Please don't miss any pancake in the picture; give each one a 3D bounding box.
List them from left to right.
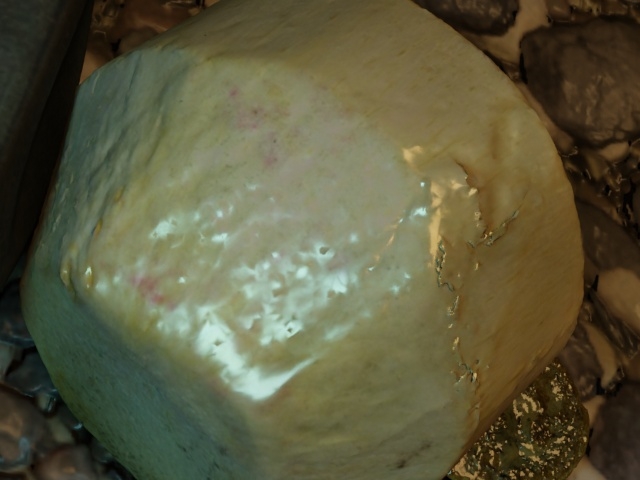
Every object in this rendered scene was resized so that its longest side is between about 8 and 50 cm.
[{"bbox_3d":[0.101,0.092,0.853,0.108,0.017,0.108,9,68,-22],"label":"pancake"}]

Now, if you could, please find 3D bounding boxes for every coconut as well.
[{"bbox_3d":[0.000,0.000,0.715,0.259,0.259,0.259,7,72,-21],"label":"coconut"}]

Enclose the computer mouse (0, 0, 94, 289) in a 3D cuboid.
[{"bbox_3d":[-0.209,-0.105,0.727,0.203,0.114,0.374,17,55,-15],"label":"computer mouse"}]
